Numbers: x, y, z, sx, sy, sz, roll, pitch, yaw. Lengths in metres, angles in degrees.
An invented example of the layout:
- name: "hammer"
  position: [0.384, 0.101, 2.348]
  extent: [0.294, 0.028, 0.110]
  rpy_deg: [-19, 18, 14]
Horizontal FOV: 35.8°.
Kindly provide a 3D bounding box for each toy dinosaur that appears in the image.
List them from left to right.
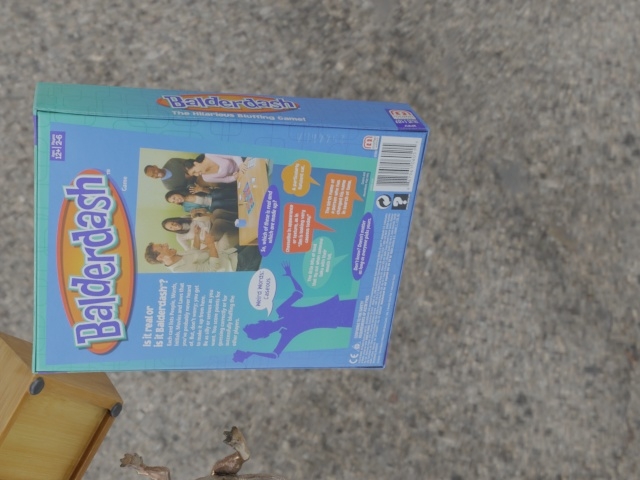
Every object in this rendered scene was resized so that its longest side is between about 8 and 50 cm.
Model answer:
- name: "toy dinosaur"
  position: [-0.168, 0.391, 1.433]
  extent: [0.295, 0.127, 0.200]
  rpy_deg: [-16, 131, -8]

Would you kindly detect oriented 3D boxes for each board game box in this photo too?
- name: "board game box"
  position: [-0.056, -0.003, 0.565]
  extent: [0.210, 0.047, 0.160]
  rpy_deg: [2, 117, -15]

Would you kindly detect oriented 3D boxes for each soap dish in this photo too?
- name: "soap dish"
  position: [-0.421, 0.269, 1.411]
  extent: [0.118, 0.291, 0.229]
  rpy_deg: [25, 82, 25]
